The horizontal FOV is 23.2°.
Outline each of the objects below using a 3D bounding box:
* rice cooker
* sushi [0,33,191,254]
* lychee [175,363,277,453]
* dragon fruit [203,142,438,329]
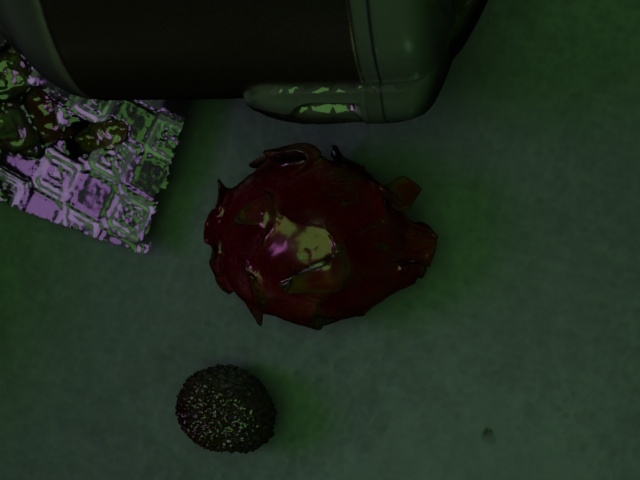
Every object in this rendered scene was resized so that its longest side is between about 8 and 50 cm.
[{"bbox_3d":[-0.036,-0.242,1.004,0.325,0.335,0.335,0,91,7],"label":"rice cooker"},{"bbox_3d":[-0.194,-0.084,1.173,0.201,0.031,0.139,21,94,11],"label":"sushi"},{"bbox_3d":[-0.069,0.124,1.139,0.067,0.083,0.068,-43,122,-24],"label":"lychee"},{"bbox_3d":[0.000,0.000,1.097,0.166,0.133,0.136,8,101,-3],"label":"dragon fruit"}]
